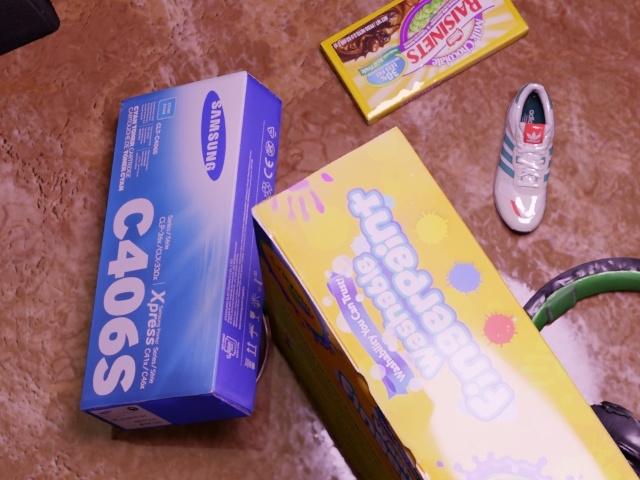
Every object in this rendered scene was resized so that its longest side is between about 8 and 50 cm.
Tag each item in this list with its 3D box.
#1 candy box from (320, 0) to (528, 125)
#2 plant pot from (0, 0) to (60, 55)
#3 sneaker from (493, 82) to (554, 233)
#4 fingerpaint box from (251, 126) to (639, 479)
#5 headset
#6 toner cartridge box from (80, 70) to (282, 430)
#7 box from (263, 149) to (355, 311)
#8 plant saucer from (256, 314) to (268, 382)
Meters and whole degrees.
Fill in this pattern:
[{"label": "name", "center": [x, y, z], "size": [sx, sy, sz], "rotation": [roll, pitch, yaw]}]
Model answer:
[{"label": "candy box", "center": [0.113, -0.220, 1.942], "size": [0.206, 0.027, 0.105], "rotation": [-31, 81, -6]}, {"label": "plant pot", "center": [-0.409, -0.295, 1.900], "size": [0.187, 0.167, 0.188], "rotation": [-25, 78, -4]}, {"label": "sneaker", "center": [0.217, -0.091, 1.883], "size": [0.057, 0.075, 0.161], "rotation": [7, 76, 3]}, {"label": "fingerpaint box", "center": [0.123, 0.172, 1.646], "size": [0.163, 0.371, 0.445], "rotation": [-30, 71, -9]}, {"label": "headset", "center": [0.347, 0.181, 1.759], "size": [0.243, 0.185, 0.394], "rotation": [-36, 67, -7]}, {"label": "toner cartridge box", "center": [-0.138, 0.010, 1.804], "size": [0.165, 0.075, 0.348], "rotation": [-10, 63, 29]}, {"label": "box", "center": [0.000, 0.000, 1.849], "size": [0.043, 0.105, 0.179], "rotation": [40, 81, 24]}, {"label": "plant saucer", "center": [-0.138, 0.109, 1.866], "size": [0.168, 0.029, 0.168], "rotation": [0, 75, 2]}]
